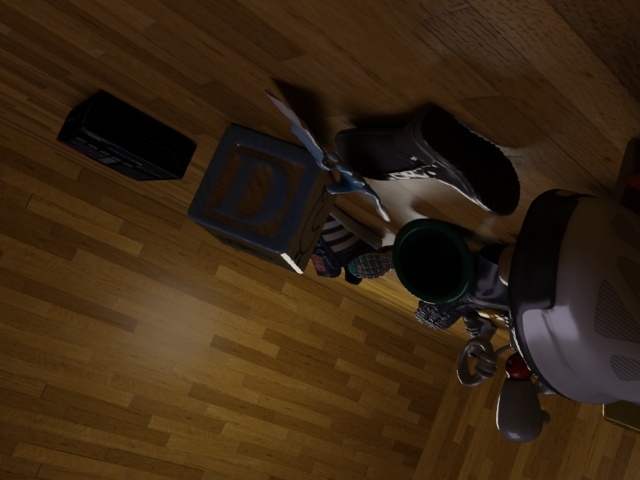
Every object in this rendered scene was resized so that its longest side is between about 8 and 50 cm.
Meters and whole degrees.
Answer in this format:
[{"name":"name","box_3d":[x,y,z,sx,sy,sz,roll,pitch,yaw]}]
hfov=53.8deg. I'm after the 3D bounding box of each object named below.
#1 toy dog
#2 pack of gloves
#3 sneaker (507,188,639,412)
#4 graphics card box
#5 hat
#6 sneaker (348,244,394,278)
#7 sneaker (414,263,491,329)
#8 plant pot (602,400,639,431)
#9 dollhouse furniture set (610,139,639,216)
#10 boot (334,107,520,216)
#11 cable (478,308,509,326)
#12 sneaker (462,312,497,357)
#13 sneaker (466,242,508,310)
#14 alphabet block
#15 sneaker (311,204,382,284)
[{"name":"toy dog","box_3d":[0.379,0.151,1.036,0.160,0.334,0.220,9,-158,-20]},{"name":"pack of gloves","box_3d":[0.008,-0.102,0.912,0.195,0.046,0.232,43,-178,16]},{"name":"sneaker","box_3d":[0.355,0.090,0.488,0.447,0.169,0.257,33,161,-33]},{"name":"graphics card box","box_3d":[-0.458,-0.225,1.453,0.232,0.094,0.371,28,171,-28]},{"name":"hat","box_3d":[0.259,0.020,1.270,0.208,0.173,0.183,4,-163,43]},{"name":"sneaker","box_3d":[0.141,0.045,1.472,0.166,0.065,0.076,-12,-169,-10]},{"name":"sneaker","box_3d":[0.319,0.087,1.369,0.112,0.131,0.319,37,147,-10]},{"name":"plant pot","box_3d":[0.824,0.396,1.608,0.212,0.187,0.212,18,170,31]},{"name":"dollhouse furniture set","box_3d":[0.414,0.012,0.523,0.259,0.135,0.262,27,170,-23]},{"name":"boot","box_3d":[0.131,-0.093,0.820,0.189,0.076,0.208,41,159,-18]},{"name":"cable","box_3d":[0.422,0.156,1.324,0.139,0.072,0.287,-3,-174,2]},{"name":"sneaker","box_3d":[0.523,0.325,2.116,0.086,0.132,0.228,16,169,39]},{"name":"sneaker","box_3d":[0.387,0.074,1.157,0.221,0.083,0.118,4,137,2]},{"name":"alphabet block","box_3d":[-0.098,-0.070,1.162,0.193,0.193,0.197,23,172,13]},{"name":"sneaker","box_3d":[0.000,0.000,1.456,0.350,0.148,0.131,29,169,-34]}]
